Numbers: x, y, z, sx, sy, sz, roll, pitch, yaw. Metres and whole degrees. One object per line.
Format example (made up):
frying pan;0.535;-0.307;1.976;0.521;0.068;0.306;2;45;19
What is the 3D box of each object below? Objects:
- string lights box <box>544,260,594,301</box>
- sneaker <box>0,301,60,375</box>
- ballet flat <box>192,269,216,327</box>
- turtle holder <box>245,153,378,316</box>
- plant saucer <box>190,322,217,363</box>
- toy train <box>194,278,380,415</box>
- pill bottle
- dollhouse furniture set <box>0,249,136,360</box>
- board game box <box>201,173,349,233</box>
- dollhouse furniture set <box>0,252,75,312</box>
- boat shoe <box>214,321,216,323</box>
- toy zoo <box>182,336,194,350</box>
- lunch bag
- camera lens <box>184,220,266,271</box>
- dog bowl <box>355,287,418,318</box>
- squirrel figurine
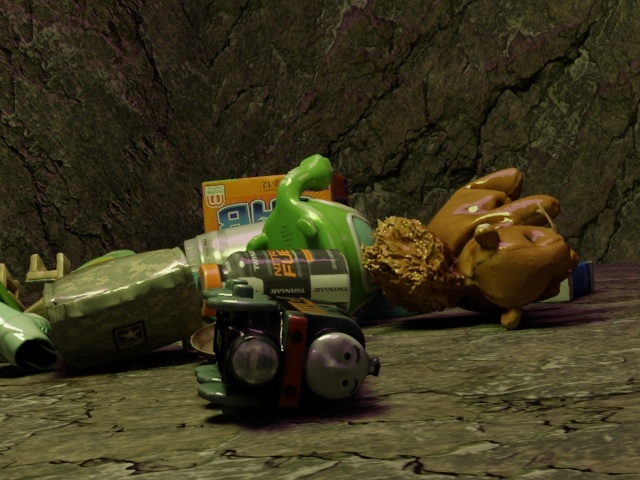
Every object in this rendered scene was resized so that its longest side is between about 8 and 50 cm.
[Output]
string lights box;0.539;0.093;2.222;0.133;0.077;0.259;-4;0;28
sneaker;-0.487;0.187;1.623;0.151;0.094;0.256;35;-7;22
ballet flat;-0.161;0.138;2.002;0.400;0.139;0.139;1;-4;-44
turtle holder;-0.006;0.016;1.954;0.227;0.320;0.243;-12;-30;-43
plant saucer;-0.115;0.157;1.480;0.168;0.029;0.168;-4;14;1
toy train;-0.045;0.120;1.116;0.190;0.142;0.334;5;-1;-9
pill bottle;-0.082;0.081;1.622;0.245;0.131;0.130;-1;-1;-17
dollhouse furniture set;-0.519;0.068;1.820;0.301;0.151;0.197;-33;11;1
board game box;-0.107;0.002;2.737;0.356;0.357;0.356;-5;0;10
dollhouse furniture set;-0.759;0.163;2.168;0.361;0.257;0.394;-4;-21;-1
boat shoe;-0.135;0.162;1.806;0.135;0.050;0.045;-5;-5;-8
toy zoo;-0.088;0.169;1.638;0.293;0.030;0.192;-5;0;-5
lunch bag;-0.329;0.109;1.594;0.235;0.169;0.287;-16;-2;-13
camera lens;-0.186;0.072;2.388;0.274;0.220;0.219;-11;1;-6
dog bowl;0.141;0.127;2.155;0.165;0.074;0.297;-5;1;-9
squirrel figurine;0.281;0.051;1.780;0.396;0.281;0.370;-13;11;3
